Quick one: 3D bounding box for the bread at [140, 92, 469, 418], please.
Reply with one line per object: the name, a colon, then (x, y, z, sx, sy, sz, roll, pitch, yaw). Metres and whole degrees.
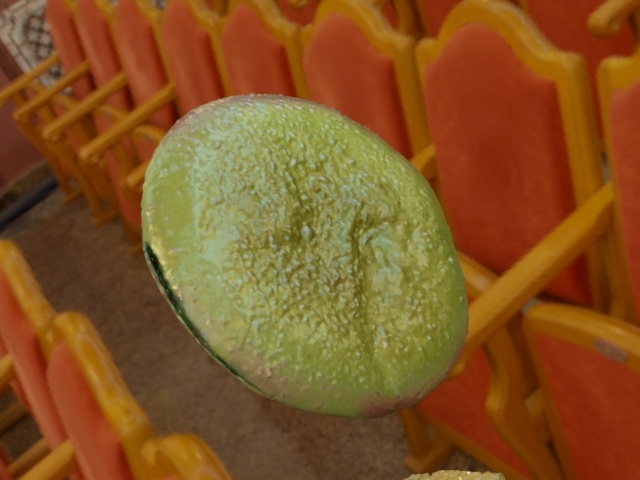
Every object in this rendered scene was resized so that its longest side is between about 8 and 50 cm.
bread: (-0.005, -0.002, 0.824, 0.045, 0.301, 0.301, -47, 9, 44)

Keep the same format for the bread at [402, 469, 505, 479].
bread: (0.147, 0.425, 1.391, 0.162, 0.262, 0.204, 25, 44, 6)
